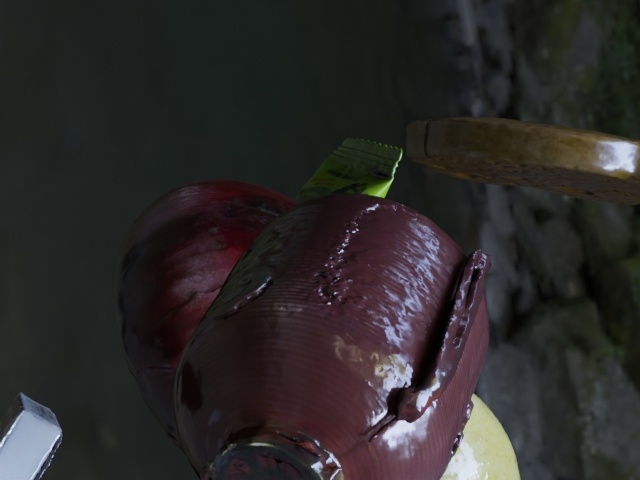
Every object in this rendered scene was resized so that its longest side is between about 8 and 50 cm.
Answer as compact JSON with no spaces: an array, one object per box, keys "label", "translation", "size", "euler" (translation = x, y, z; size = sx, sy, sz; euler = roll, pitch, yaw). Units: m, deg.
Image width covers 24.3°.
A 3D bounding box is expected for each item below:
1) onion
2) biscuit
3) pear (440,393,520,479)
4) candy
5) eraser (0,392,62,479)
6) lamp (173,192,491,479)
[{"label":"onion","translation":[-0.015,0.080,1.276],"size":[0.347,0.285,0.347],"euler":[58,8,-12]},{"label":"biscuit","translation":[0.286,-0.097,1.810],"size":[0.381,0.359,0.074],"euler":[6,94,-59]},{"label":"pear","translation":[0.081,0.290,1.787],"size":[0.309,0.309,0.309],"euler":[-10,90,-76]},{"label":"candy","translation":[0.000,0.000,1.545],"size":[0.069,0.149,0.246],"euler":[35,80,-33]},{"label":"eraser","translation":[-0.388,0.267,1.883],"size":[0.124,0.068,0.210],"euler":[-60,-168,-6]},{"label":"lamp","translation":[0.016,0.070,0.896],"size":[0.258,0.180,0.180],"euler":[-59,139,-52]}]
